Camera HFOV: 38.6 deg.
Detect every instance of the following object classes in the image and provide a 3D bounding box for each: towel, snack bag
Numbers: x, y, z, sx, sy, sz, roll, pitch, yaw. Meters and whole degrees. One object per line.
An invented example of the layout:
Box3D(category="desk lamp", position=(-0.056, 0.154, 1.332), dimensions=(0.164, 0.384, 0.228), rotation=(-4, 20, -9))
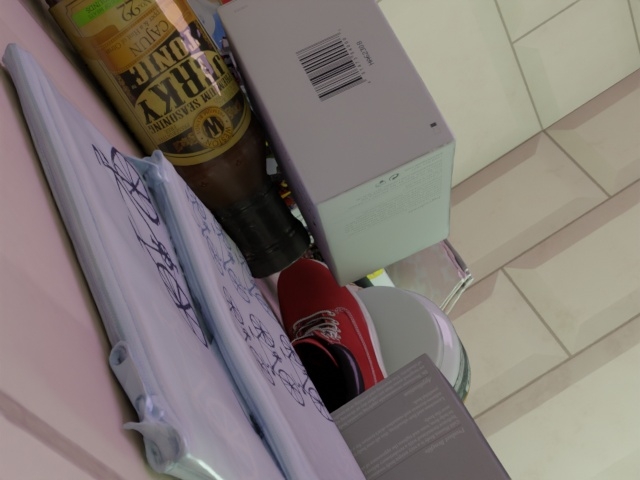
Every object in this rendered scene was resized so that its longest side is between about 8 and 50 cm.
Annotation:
Box3D(category="towel", position=(0.112, 0.050, 1.645), dimensions=(0.053, 0.317, 0.332), rotation=(-4, 49, -35))
Box3D(category="snack bag", position=(-0.070, 0.051, 0.603), dimensions=(0.323, 0.037, 0.342), rotation=(60, 4, 35))

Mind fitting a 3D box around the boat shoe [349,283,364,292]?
Box3D(category="boat shoe", position=(0.030, 0.083, 1.344), dimensions=(0.170, 0.063, 0.059), rotation=(12, 29, -51))

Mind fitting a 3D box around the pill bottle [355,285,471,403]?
Box3D(category="pill bottle", position=(0.095, 0.148, 1.109), dimensions=(0.162, 0.162, 0.278), rotation=(58, 3, 21))

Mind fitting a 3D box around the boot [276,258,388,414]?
Box3D(category="boot", position=(-0.002, 0.089, 0.895), dimensions=(0.176, 0.088, 0.244), rotation=(51, 10, -54))

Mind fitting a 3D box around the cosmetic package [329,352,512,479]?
Box3D(category="cosmetic package", position=(0.100, 0.223, 0.707), dimensions=(0.238, 0.127, 0.107), rotation=(61, 5, 30))

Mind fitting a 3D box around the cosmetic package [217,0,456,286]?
Box3D(category="cosmetic package", position=(0.020, -0.107, 0.891), dimensions=(0.224, 0.138, 0.224), rotation=(69, -5, -68))

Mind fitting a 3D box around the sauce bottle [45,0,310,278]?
Box3D(category="sauce bottle", position=(-0.122, -0.121, 0.838), dimensions=(0.344, 0.111, 0.111), rotation=(56, 3, -19))

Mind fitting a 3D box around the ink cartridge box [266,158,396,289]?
Box3D(category="ink cartridge box", position=(0.000, 0.000, 1.460), dimensions=(0.306, 0.131, 0.226), rotation=(54, 4, -35))

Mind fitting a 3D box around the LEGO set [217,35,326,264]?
Box3D(category="LEGO set", position=(-0.024, -0.128, 1.127), dimensions=(0.192, 0.255, 0.331), rotation=(94, -13, -45))

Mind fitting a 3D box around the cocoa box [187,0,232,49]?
Box3D(category="cocoa box", position=(-0.149, -0.316, 1.376), dimensions=(0.347, 0.228, 0.231), rotation=(57, 3, -11))
